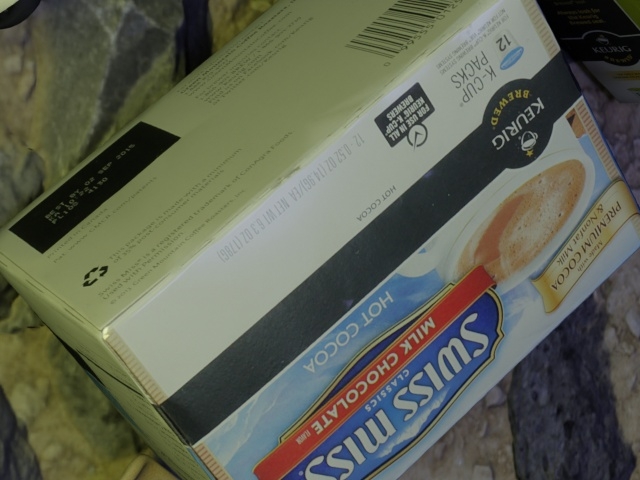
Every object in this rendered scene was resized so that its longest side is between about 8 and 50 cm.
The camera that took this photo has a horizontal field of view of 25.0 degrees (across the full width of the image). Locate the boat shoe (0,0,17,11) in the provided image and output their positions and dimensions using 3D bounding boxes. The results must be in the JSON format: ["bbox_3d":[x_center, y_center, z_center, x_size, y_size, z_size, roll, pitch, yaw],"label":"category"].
[{"bbox_3d":[-0.230,-0.167,0.830,0.079,0.255,0.095,45,27,-39],"label":"boat shoe"}]

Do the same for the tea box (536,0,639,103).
[{"bbox_3d":[0.337,-0.295,1.222,0.323,0.329,0.220,39,68,-36],"label":"tea box"}]

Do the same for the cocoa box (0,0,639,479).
[{"bbox_3d":[0.000,0.000,0.975,0.347,0.231,0.228,-41,120,-14],"label":"cocoa box"}]

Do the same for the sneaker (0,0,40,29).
[{"bbox_3d":[-0.253,-0.235,0.907,0.234,0.084,0.097,54,34,-29],"label":"sneaker"}]

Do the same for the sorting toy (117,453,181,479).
[{"bbox_3d":[-0.121,0.283,1.049,0.208,0.038,0.193,44,72,-30],"label":"sorting toy"}]
